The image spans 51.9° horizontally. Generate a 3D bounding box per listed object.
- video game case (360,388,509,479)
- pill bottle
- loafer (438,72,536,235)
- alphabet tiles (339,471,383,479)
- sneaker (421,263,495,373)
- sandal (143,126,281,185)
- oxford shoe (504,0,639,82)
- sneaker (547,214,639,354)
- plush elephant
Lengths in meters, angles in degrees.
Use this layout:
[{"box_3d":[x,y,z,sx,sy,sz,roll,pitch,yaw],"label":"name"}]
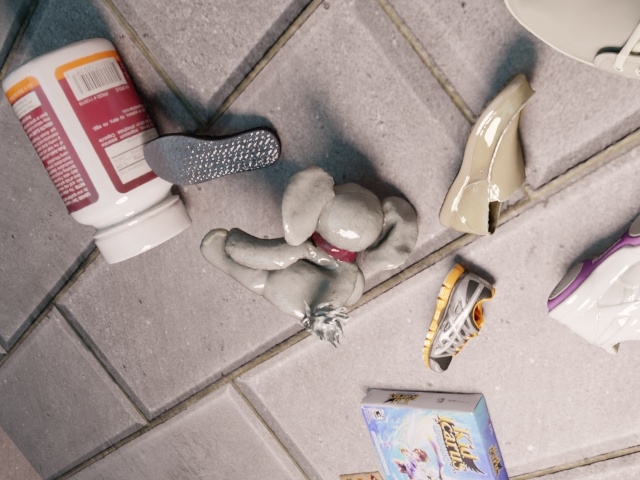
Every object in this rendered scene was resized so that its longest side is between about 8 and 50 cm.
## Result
[{"box_3d":[0.227,0.421,1.280,0.244,0.061,0.269,-8,110,36],"label":"video game case"},{"box_3d":[-0.422,-0.169,1.285,0.224,0.224,0.392,-14,106,39],"label":"pill bottle"},{"box_3d":[0.254,-0.112,0.941,0.092,0.102,0.268,30,138,16],"label":"loafer"},{"box_3d":[0.143,0.624,1.488,0.198,0.009,0.237,-23,100,41],"label":"alphabet tiles"},{"box_3d":[0.230,0.145,1.109,0.083,0.084,0.214,20,124,18],"label":"sneaker"},{"box_3d":[-0.196,-0.157,1.208,0.255,0.054,0.097,-3,113,6],"label":"sandal"},{"box_3d":[0.411,-0.233,0.740,0.449,0.130,0.169,33,131,17],"label":"oxford shoe"},{"box_3d":[0.455,0.048,0.883,0.152,0.114,0.305,42,136,4],"label":"sneaker"},{"box_3d":[0.000,0.000,1.094,0.272,0.255,0.330,29,-179,-32],"label":"plush elephant"}]
